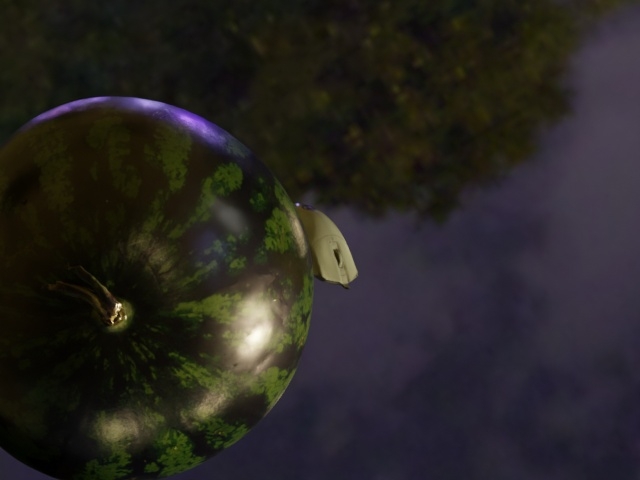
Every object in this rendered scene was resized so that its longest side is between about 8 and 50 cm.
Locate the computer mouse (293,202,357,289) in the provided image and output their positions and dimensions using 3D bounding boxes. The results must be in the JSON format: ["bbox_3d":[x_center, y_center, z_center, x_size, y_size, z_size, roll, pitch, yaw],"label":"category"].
[{"bbox_3d":[0.000,0.000,1.656,0.110,0.056,0.032,52,-53,27],"label":"computer mouse"}]

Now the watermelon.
[{"bbox_3d":[-0.131,0.038,1.212,0.269,0.269,0.269,-25,-150,15],"label":"watermelon"}]
